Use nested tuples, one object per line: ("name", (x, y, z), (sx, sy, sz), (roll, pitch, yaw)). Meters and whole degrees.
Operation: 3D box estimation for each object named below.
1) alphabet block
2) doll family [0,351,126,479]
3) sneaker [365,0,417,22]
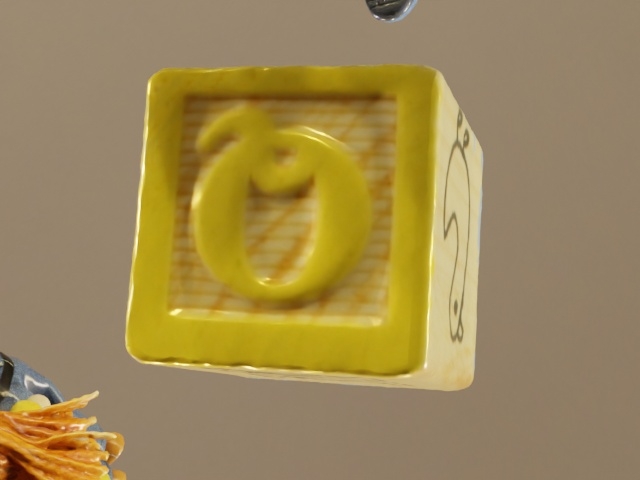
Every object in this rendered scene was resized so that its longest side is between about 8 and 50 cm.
("alphabet block", (0.000, 0.000, 0.770), (0.193, 0.197, 0.193), (0, -98, 16))
("doll family", (-0.150, 0.097, 0.555), (0.118, 0.263, 0.163), (-42, -50, 1))
("sneaker", (0.072, -0.235, 1.000), (0.053, 0.144, 0.059), (-5, -40, 18))
